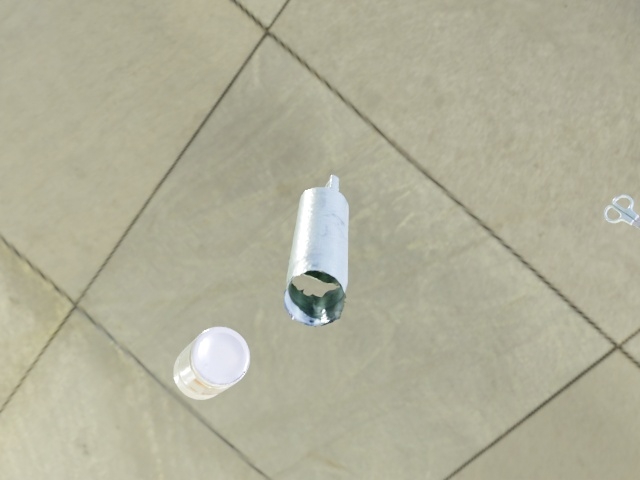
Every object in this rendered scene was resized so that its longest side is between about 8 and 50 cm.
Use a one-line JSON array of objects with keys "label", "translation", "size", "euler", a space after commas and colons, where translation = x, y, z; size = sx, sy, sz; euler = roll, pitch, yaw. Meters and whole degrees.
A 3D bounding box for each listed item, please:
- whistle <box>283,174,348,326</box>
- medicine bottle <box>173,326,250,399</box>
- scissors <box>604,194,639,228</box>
[{"label": "whistle", "translation": [0.000, 0.000, 1.064], "size": [0.062, 0.312, 0.062], "euler": [1, 111, 2]}, {"label": "medicine bottle", "translation": [-0.104, 0.118, 0.944], "size": [0.057, 0.057, 0.089], "euler": [46, 153, -2]}, {"label": "scissors", "translation": [0.345, -0.018, 1.077], "size": [0.036, 0.006, 0.083], "euler": [-47, 51, 4]}]
